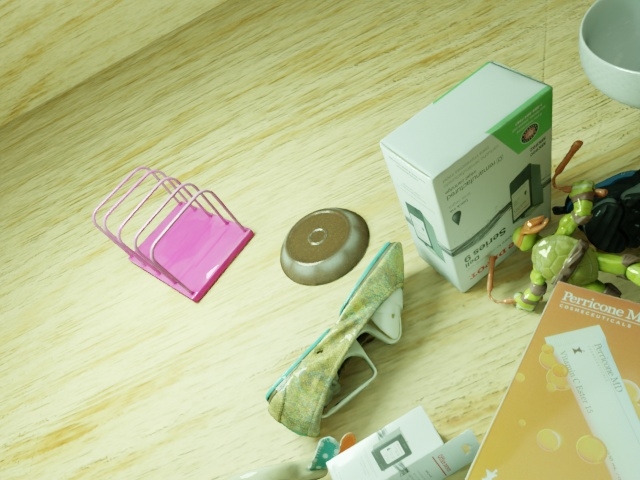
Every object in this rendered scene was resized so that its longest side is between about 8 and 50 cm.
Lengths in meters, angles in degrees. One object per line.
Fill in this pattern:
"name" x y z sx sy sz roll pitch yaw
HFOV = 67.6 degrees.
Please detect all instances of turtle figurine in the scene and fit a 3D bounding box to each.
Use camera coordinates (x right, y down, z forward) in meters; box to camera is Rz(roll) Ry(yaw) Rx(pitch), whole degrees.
"turtle figurine" 0.356 0.020 0.648 0.217 0.269 0.087 29 29 21

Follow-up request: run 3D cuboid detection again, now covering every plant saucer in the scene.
"plant saucer" 0.000 0.000 0.974 0.199 0.036 0.198 -14 48 16

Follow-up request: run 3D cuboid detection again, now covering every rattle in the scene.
"rattle" -0.036 0.354 0.634 0.200 0.130 0.142 -16 44 7

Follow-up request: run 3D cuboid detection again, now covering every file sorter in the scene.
"file sorter" -0.346 -0.032 1.083 0.291 0.182 0.202 21 65 39

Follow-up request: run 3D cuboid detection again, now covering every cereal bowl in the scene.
"cereal bowl" 0.645 -0.342 0.844 0.339 0.141 0.338 -15 47 17

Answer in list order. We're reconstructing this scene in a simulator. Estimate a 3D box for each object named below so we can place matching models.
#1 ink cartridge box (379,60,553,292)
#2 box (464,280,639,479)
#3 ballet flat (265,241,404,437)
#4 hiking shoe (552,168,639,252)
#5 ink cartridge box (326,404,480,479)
"ink cartridge box" 0.239 -0.084 0.740 0.211 0.289 0.121 -38 48 -5
"box" 0.300 0.250 0.503 0.215 0.168 0.345 17 62 38
"ballet flat" 0.060 0.158 0.765 0.123 0.123 0.348 25 66 40
"hiking shoe" 0.522 -0.080 0.708 0.304 0.113 0.132 -13 24 4
"ink cartridge box" 0.112 0.283 0.622 0.180 0.104 0.060 -31 44 0
